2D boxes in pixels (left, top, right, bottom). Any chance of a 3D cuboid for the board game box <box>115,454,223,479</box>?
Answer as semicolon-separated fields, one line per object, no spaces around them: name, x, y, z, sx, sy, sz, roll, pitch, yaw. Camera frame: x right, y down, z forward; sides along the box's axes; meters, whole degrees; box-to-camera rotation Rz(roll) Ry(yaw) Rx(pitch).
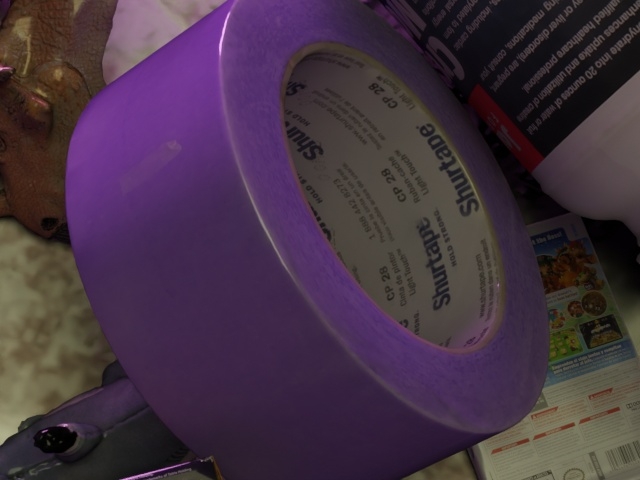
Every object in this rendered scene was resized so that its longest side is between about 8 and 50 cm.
board game box;-0.119;0.130;0.568;0.170;0.141;0.048;-13;75;-14

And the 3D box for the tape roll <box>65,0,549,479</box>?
tape roll;0.000;0.000;0.611;0.189;0.080;0.189;37;36;-35

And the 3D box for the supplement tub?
supplement tub;0.122;-0.132;0.670;0.191;0.191;0.272;-39;85;-19

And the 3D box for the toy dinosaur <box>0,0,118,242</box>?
toy dinosaur;-0.152;-0.162;0.683;0.200;0.127;0.295;-41;62;15

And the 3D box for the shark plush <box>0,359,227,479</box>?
shark plush;-0.101;0.075;0.630;0.161;0.067;0.073;-10;74;-13

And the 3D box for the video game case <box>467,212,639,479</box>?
video game case;0.095;0.054;0.702;0.087;0.011;0.122;-16;75;-14
